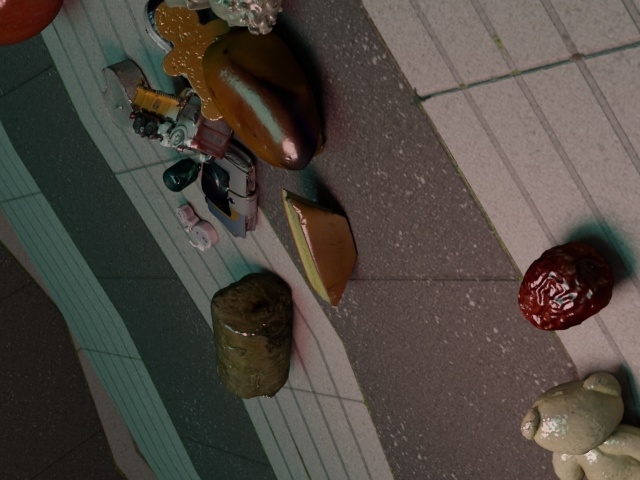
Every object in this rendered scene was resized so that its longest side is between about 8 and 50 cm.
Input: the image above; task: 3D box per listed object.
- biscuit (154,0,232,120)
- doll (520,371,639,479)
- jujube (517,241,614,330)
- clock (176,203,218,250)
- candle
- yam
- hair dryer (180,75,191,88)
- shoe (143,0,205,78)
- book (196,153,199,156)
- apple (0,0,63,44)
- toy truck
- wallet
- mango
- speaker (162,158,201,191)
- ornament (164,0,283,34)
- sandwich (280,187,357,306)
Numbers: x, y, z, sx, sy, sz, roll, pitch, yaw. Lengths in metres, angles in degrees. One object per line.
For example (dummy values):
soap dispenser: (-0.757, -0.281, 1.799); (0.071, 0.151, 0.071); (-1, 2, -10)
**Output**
biscuit: (-0.224, -0.354, 1.796); (0.240, 0.158, 0.035); (55, -169, -14)
doll: (0.453, 0.333, 1.525); (0.278, 0.175, 0.149); (53, -170, -12)
jujube: (0.355, 0.072, 1.394); (0.176, 0.109, 0.112); (123, 144, -62)
clock: (-0.309, -0.031, 2.342); (0.129, 0.041, 0.087); (46, 146, 8)
candle: (-0.444, -0.321, 2.224); (0.168, 0.068, 0.192); (51, 152, 16)
yam: (-0.160, 0.220, 2.228); (0.195, 0.195, 0.300); (39, 148, 27)
hair dryer: (-0.294, -0.348, 2.023); (0.079, 0.031, 0.083); (45, 159, 40)
shoe: (-0.264, -0.409, 1.866); (0.207, 0.091, 0.106); (49, 122, 14)
book: (-0.278, -0.242, 2.111); (0.077, 0.014, 0.111); (-7, 114, 56)
apple: (-0.758, -0.618, 2.178); (0.348, 0.277, 0.349); (36, 146, 30)
toy truck: (-0.291, -0.254, 1.983); (0.114, 0.135, 0.270); (20, -177, -45)
wallet: (-0.204, -0.118, 2.070); (0.170, 0.069, 0.231); (42, 151, 25)
mango: (-0.095, -0.255, 1.690); (0.287, 0.152, 0.201); (53, 140, 0)
speaker: (-0.313, -0.149, 2.197); (0.094, 0.075, 0.060); (13, 130, 39)
ornament: (-0.175, -0.451, 1.643); (0.285, 0.120, 0.130); (32, 149, 39)
sandwich: (0.000, 0.000, 1.864); (0.094, 0.096, 0.258); (28, 142, 50)
